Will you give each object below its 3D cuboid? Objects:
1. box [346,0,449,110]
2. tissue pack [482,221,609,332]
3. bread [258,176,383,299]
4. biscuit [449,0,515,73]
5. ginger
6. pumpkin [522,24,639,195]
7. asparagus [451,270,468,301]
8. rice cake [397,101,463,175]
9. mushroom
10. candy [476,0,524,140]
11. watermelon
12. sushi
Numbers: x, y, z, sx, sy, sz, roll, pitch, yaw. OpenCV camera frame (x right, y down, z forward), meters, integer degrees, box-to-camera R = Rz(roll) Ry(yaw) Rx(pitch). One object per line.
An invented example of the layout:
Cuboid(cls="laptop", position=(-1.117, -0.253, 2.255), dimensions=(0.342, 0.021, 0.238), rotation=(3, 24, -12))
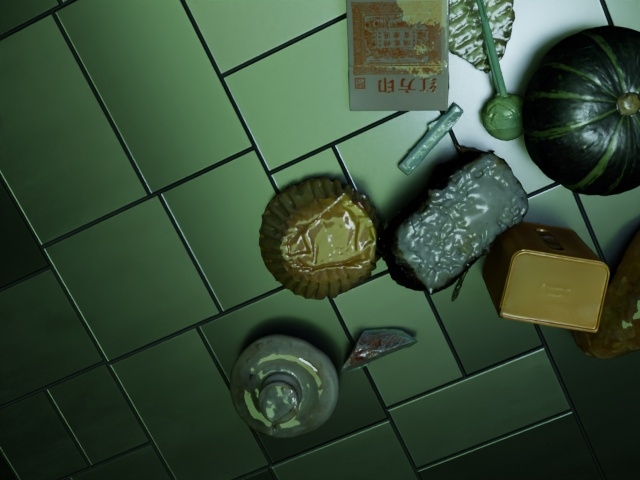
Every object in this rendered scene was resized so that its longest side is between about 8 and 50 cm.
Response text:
Cuboid(cls="box", position=(0.152, -0.436, 1.683), dimensions=(0.205, 0.051, 0.365), rotation=(1, 115, 10))
Cuboid(cls="tissue pack", position=(0.448, 0.063, 1.719), dimensions=(0.195, 0.274, 0.145), rotation=(11, 106, 0))
Cuboid(cls="bread", position=(0.000, 0.000, 1.800), dimensions=(0.274, 0.149, 0.273), rotation=(0, 99, 2))
Cuboid(cls="biscuit", position=(0.280, -0.476, 1.705), dimensions=(0.274, 0.036, 0.187), rotation=(38, 106, -7))
Cuboid(cls="ginger", position=(0.663, 0.120, 1.781), dimensions=(0.165, 0.172, 0.321), rotation=(22, 107, -44))
Cuboid(cls="pumpkin", position=(0.542, -0.246, 1.633), dimensions=(0.324, 0.241, 0.323), rotation=(-1, 99, -9))
Cuboid(cls="asparagus", position=(0.320, 0.064, 1.862), dimensions=(0.016, 0.016, 0.162), rotation=(18, 106, -21))
Cuboid(cls="rice cake", position=(0.228, -0.213, 1.784), dimensions=(0.042, 0.030, 0.180), rotation=(40, 103, -5))
Cuboid(cls="mushroom", position=(-0.084, 0.331, 1.855), dimensions=(0.244, 0.243, 0.243), rotation=(1, 105, 4))
Cuboid(cls="candy", position=(0.341, -0.350, 1.680), dimensions=(0.092, 0.093, 0.335), rotation=(-30, 118, -17))
Cuboid(cls="watermelon", position=(0.122, 0.239, 1.891), dimensions=(0.180, 0.094, 0.081), rotation=(-25, 99, -5))
Cuboid(cls="sushi", position=(0.260, -0.056, 1.722), dimensions=(0.343, 0.182, 0.196), rotation=(-44, 115, -9))
